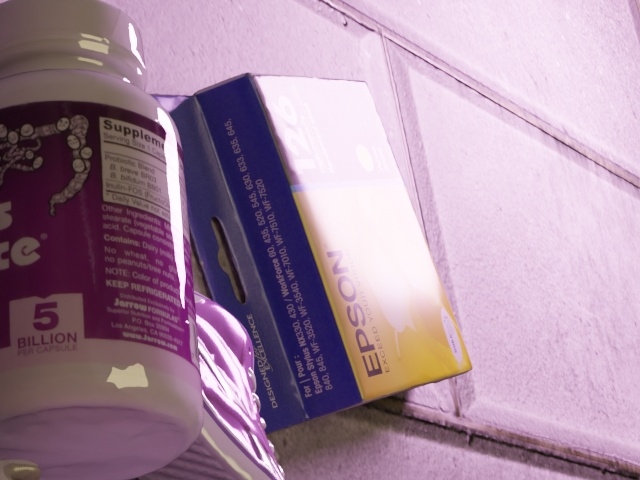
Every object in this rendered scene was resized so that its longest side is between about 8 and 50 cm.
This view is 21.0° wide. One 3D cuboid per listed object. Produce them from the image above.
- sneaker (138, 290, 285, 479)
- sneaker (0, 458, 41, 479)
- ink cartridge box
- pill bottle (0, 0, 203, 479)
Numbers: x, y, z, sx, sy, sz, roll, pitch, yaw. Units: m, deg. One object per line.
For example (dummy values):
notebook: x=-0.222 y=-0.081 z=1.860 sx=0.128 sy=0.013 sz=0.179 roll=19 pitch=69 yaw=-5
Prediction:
sneaker: x=-0.059 y=0.156 z=1.289 sx=0.282 sy=0.102 sz=0.161 roll=60 pitch=26 yaw=-13
sneaker: x=-0.162 y=0.259 z=1.006 sx=0.297 sy=0.129 sz=0.111 roll=61 pitch=26 yaw=-14
ink cartridge box: x=0.000 y=0.000 z=1.533 sx=0.307 sy=0.072 sz=0.303 roll=-7 pitch=77 yaw=-63
pill bottle: x=-0.170 y=-0.004 z=1.135 sx=0.169 sy=0.169 sz=0.301 roll=28 pitch=47 yaw=-50
